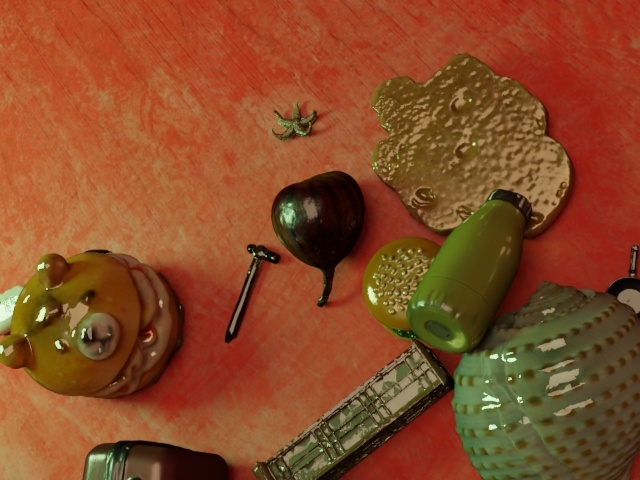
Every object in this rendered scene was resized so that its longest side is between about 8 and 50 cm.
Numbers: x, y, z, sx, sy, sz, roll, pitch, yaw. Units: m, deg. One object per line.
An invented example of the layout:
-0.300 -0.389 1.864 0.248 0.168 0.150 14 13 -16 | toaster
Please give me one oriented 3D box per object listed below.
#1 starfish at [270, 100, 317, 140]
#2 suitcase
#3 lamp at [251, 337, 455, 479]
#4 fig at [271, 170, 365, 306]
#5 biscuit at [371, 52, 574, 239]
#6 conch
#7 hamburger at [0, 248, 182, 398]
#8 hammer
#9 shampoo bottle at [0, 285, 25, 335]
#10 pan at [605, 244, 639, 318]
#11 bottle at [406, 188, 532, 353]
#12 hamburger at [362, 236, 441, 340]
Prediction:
-0.050 -0.210 1.574 0.091 0.028 0.078 28 80 30 | starfish
-0.255 0.457 1.336 0.161 0.236 0.297 -2 74 22 | suitcase
0.053 0.285 1.341 0.325 0.090 0.089 -41 63 8 | lamp
-0.002 -0.023 1.423 0.148 0.149 0.202 -27 55 34 | fig
0.229 -0.145 1.418 0.376 0.051 0.269 40 94 25 | biscuit
0.306 0.221 1.190 0.303 0.215 0.319 -14 68 30 | conch
-0.398 0.139 1.500 0.276 0.237 0.276 -6 74 23 | hamburger
-0.126 0.093 1.516 0.065 0.021 0.178 17 82 26 | hammer
-0.571 0.119 1.685 0.152 0.045 0.077 -29 65 12 | shampoo bottle
0.449 0.064 1.275 0.068 0.023 0.115 7 80 26 | pan
0.222 0.032 1.251 0.112 0.112 0.260 17 54 27 | bottle
0.144 0.074 1.352 0.162 0.115 0.162 -6 72 19 | hamburger
